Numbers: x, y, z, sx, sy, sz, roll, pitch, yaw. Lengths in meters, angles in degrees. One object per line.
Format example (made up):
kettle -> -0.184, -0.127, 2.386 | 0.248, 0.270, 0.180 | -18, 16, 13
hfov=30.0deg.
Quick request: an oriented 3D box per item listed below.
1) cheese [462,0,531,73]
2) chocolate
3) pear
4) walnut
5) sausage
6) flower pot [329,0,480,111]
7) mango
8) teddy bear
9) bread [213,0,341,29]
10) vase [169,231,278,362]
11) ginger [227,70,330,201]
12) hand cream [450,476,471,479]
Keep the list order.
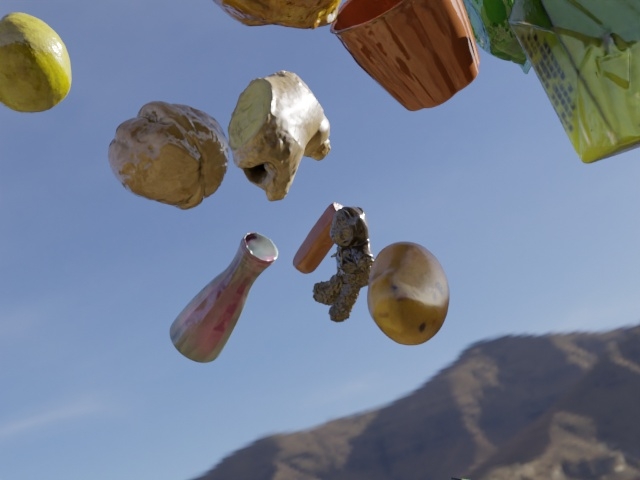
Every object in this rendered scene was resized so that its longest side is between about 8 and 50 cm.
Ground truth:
cheese -> 0.251, -0.405, 1.866 | 0.083, 0.320, 0.204 | -26, -8, -3
chocolate -> 0.449, -0.273, 1.697 | 0.301, 0.289, 0.137 | -19, -16, -21
pear -> -0.485, -0.288, 1.941 | 0.149, 0.149, 0.162 | -23, -59, 16
walnut -> -0.197, -0.112, 1.577 | 0.166, 0.149, 0.166 | -9, 21, 3
sausage -> 0.000, 0.000, 1.883 | 0.039, 0.041, 0.131 | 15, -60, -37
flower pot -> 0.137, -0.289, 1.709 | 0.190, 0.173, 0.190 | -31, 22, 14
mango -> 0.106, 0.068, 1.448 | 0.090, 0.115, 0.178 | -29, 16, 18
teddy bear -> 0.045, 0.030, 1.659 | 0.078, 0.119, 0.160 | 0, -66, -20
bread -> -0.095, -0.449, 1.490 | 0.215, 0.398, 0.398 | -36, -24, 31
vase -> -0.137, 0.081, 1.738 | 0.086, 0.086, 0.214 | -1, -43, -45
ginger -> -0.069, -0.197, 2.209 | 0.130, 0.276, 0.221 | -14, -32, 35
hand cream -> 0.244, 0.354, 1.680 | 0.122, 0.036, 0.023 | 1, 21, 15
